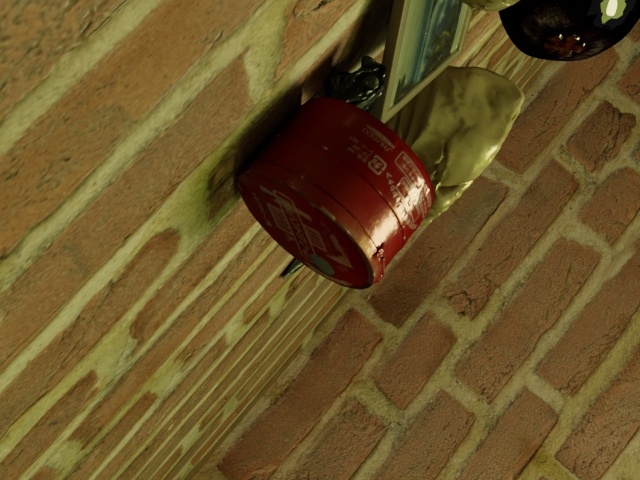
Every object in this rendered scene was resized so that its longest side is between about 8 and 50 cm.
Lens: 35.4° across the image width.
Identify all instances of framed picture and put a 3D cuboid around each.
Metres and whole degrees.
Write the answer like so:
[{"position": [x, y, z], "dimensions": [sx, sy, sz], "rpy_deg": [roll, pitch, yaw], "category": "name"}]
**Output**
[{"position": [0.156, -0.325, 1.313], "dimensions": [0.232, 0.024, 0.315], "rpy_deg": [-44, 155, -36], "category": "framed picture"}]

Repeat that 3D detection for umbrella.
[{"position": [0.030, -0.180, 1.352], "dimensions": [0.080, 0.071, 0.224], "rpy_deg": [-31, 172, -16], "category": "umbrella"}]

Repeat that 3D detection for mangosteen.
[{"position": [0.436, -0.467, 1.736], "dimensions": [0.275, 0.275, 0.302], "rpy_deg": [100, -3, -72], "category": "mangosteen"}]

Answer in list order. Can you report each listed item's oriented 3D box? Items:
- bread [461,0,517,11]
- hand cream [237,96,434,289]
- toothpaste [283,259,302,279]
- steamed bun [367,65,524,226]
[{"position": [0.218, -0.400, 1.081], "dimensions": [0.305, 0.158, 0.305], "rpy_deg": [-49, 167, -16], "category": "bread"}, {"position": [0.022, -0.060, 1.279], "dimensions": [0.149, 0.230, 0.230], "rpy_deg": [-49, 171, -17], "category": "hand cream"}, {"position": [0.000, 0.000, 2.029], "dimensions": [0.216, 0.037, 0.062], "rpy_deg": [-47, 173, 5], "category": "toothpaste"}, {"position": [0.159, -0.168, 1.647], "dimensions": [0.276, 0.203, 0.289], "rpy_deg": [-56, -172, -28], "category": "steamed bun"}]
